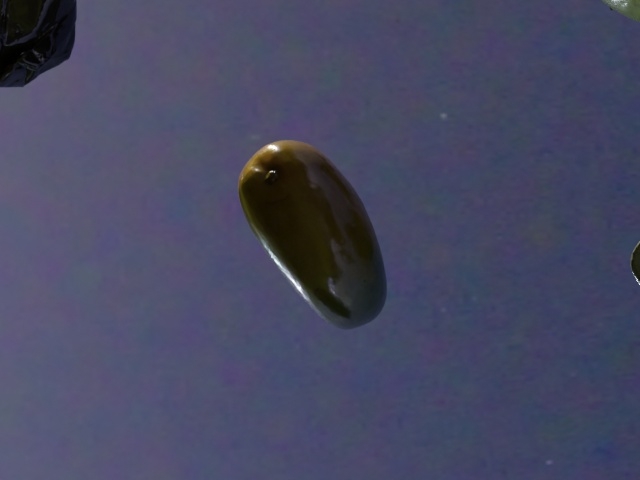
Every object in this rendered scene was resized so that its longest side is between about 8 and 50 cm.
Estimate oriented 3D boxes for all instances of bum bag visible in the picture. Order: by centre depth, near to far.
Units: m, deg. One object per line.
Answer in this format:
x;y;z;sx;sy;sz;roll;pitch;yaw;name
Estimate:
-0.221;-0.210;1.154;0.049;0.087;0.198;31;-57;32;bum bag

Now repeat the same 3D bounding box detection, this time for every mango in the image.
0.000;0.000;1.227;0.092;0.195;0.130;-29;-133;0;mango

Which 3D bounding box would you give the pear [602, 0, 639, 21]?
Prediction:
0.427;-0.376;1.450;0.318;0.342;0.238;83;-11;-66;pear

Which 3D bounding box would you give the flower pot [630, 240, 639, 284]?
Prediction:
0.424;-0.042;1.305;0.254;0.367;0.164;-36;-79;29;flower pot
